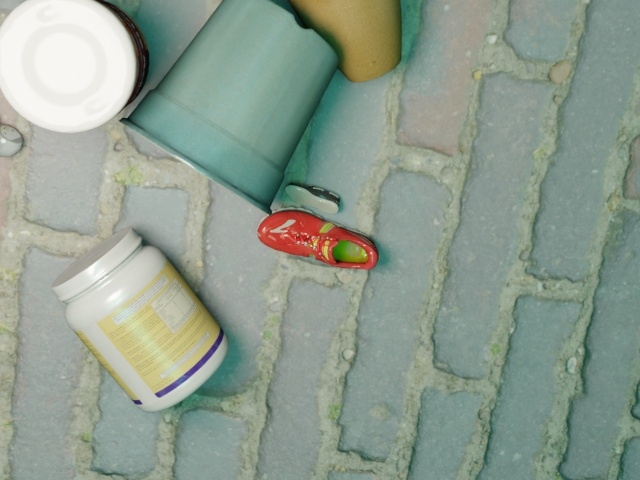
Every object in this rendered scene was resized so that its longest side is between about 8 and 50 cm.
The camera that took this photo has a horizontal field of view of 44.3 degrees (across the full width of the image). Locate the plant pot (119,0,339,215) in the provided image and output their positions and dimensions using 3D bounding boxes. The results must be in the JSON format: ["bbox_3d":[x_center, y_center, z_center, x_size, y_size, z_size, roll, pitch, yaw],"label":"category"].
[{"bbox_3d":[-0.152,-0.276,1.523,0.341,0.341,0.334,33,90,-14],"label":"plant pot"}]

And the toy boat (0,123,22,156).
[{"bbox_3d":[-0.738,-0.143,1.526,0.148,0.267,0.318,44,63,-9],"label":"toy boat"}]

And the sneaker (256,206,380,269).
[{"bbox_3d":[0.000,0.000,1.706,0.278,0.118,0.107,12,102,-11],"label":"sneaker"}]

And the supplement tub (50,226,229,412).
[{"bbox_3d":[-0.374,0.163,1.635,0.241,0.241,0.331,-34,106,2],"label":"supplement tub"}]

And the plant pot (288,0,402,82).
[{"bbox_3d":[0.063,-0.454,1.560,0.237,0.237,0.254,-25,120,-1],"label":"plant pot"}]

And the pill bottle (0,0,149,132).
[{"bbox_3d":[-0.428,-0.326,1.420,0.224,0.392,0.224,-2,105,-8],"label":"pill bottle"}]

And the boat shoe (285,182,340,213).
[{"bbox_3d":[-0.015,-0.100,1.720,0.125,0.038,0.046,20,143,-7],"label":"boat shoe"}]
